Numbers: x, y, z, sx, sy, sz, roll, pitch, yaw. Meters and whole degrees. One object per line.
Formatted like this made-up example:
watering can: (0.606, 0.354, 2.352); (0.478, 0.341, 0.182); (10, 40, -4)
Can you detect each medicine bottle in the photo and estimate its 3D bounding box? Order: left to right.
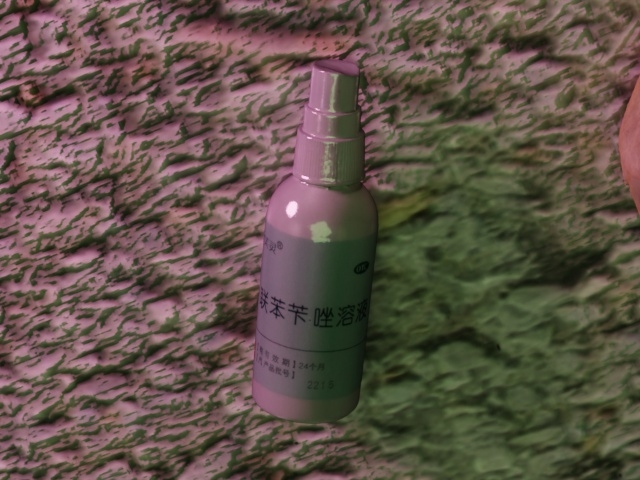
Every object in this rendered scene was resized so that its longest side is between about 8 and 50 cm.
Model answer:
medicine bottle: (0.000, 0.000, 1.908); (0.110, 0.110, 0.352); (7, 112, 3)

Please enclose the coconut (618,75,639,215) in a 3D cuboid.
coconut: (0.387, -0.090, 1.786); (0.237, 0.197, 0.237); (7, 119, 13)
